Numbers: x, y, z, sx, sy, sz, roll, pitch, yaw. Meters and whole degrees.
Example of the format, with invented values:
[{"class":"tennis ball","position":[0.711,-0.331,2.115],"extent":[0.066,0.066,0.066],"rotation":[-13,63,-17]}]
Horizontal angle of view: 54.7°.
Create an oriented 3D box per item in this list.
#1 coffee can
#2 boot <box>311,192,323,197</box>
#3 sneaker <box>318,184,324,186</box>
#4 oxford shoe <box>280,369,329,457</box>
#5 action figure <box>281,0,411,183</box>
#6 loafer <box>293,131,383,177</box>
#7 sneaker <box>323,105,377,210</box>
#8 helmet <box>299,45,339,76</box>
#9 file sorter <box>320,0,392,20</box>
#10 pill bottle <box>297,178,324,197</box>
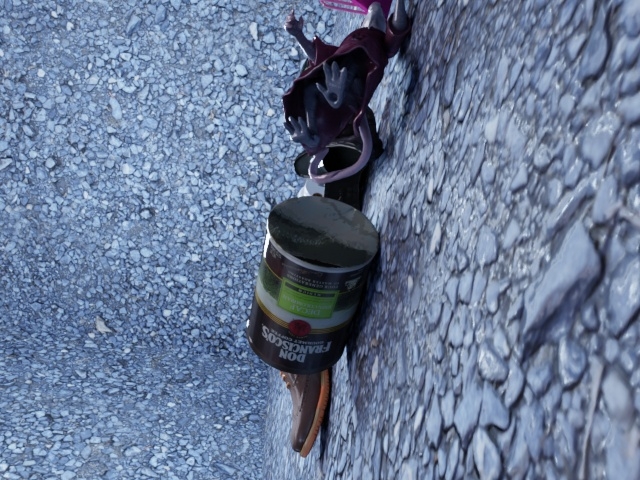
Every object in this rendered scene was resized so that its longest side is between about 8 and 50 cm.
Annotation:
[{"class":"coffee can","position":[-0.022,0.084,1.154],"extent":[0.201,0.202,0.275],"rotation":[-88,10,-52]},{"class":"boot","position":[0.000,0.000,1.443],"extent":[0.152,0.073,0.197],"rotation":[77,-176,-51]},{"class":"sneaker","position":[0.029,-0.274,1.723],"extent":[0.281,0.105,0.115],"rotation":[108,171,-54]},{"class":"oxford shoe","position":[-0.049,0.300,1.390],"extent":[0.130,0.133,0.363],"rotation":[109,169,-53]},{"class":"action figure","position":[0.082,-0.322,1.144],"extent":[0.275,0.248,0.370],"rotation":[64,-145,-28]},{"class":"loafer","position":[0.022,-0.164,1.228],"extent":[0.078,0.223,0.076],"rotation":[-38,-69,-43]},{"class":"sneaker","position":[0.053,-0.165,1.359],"extent":[0.124,0.107,0.283],"rotation":[-79,1,-70]},{"class":"helmet","position":[0.030,-0.439,1.658],"extent":[0.161,0.169,0.169],"rotation":[-57,10,7]},{"class":"file sorter","position":[0.030,-0.582,1.222],"extent":[0.291,0.182,0.202],"rotation":[-8,-65,-64]},{"class":"pill bottle","position":[-0.023,-0.114,1.947],"extent":[0.180,0.108,0.107],"rotation":[109,169,-58]}]
